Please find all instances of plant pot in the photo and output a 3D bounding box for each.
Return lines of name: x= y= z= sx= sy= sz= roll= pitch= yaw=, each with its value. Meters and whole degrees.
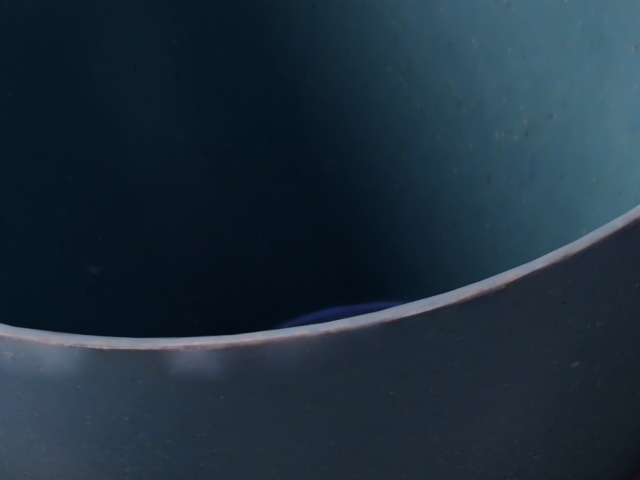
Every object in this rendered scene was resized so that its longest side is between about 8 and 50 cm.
plant pot: x=0.000 y=0.000 z=0.556 sx=0.290 sy=0.195 sz=0.290 roll=-6 pitch=40 yaw=5
